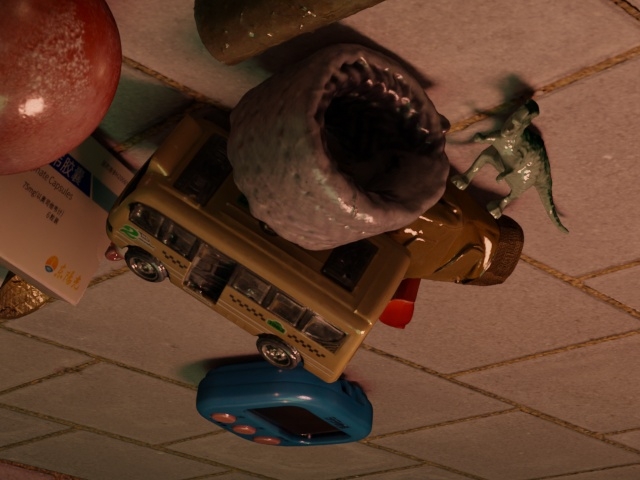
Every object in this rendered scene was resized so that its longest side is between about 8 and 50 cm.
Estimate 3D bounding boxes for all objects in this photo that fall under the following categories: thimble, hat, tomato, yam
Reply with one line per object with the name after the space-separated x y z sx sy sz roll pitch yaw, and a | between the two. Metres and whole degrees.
0.022 -0.104 1.414 0.246 0.217 0.157 1 168 -43 | thimble
-0.498 0.059 2.051 0.146 0.067 0.146 -34 158 -16 | hat
-0.341 -0.185 1.268 0.270 0.227 0.270 6 156 3 | tomato
-0.009 -0.254 1.219 0.259 0.093 0.093 -15 149 37 | yam

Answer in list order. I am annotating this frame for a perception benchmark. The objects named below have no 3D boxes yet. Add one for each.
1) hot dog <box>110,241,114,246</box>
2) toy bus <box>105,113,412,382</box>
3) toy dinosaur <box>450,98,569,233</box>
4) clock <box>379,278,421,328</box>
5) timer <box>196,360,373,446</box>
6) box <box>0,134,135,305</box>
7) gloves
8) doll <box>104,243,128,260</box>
-0.257 -0.004 1.885 0.144 0.038 0.062 -1 155 12 | hot dog
-0.079 0.003 1.560 0.365 0.177 0.202 32 147 0 | toy bus
0.241 -0.073 1.595 0.129 0.076 0.383 -24 158 5 | toy dinosaur
0.123 0.042 1.788 0.061 0.155 0.113 14 156 1 | clock
-0.070 0.336 2.525 0.309 0.115 0.340 -7 153 27 | timer
-0.375 -0.071 1.561 0.065 0.200 0.343 20 166 30 | box
0.133 -0.024 1.649 0.331 0.141 0.154 22 152 -34 | gloves
-0.190 -0.015 1.778 0.262 0.093 0.211 -12 154 4 | doll
